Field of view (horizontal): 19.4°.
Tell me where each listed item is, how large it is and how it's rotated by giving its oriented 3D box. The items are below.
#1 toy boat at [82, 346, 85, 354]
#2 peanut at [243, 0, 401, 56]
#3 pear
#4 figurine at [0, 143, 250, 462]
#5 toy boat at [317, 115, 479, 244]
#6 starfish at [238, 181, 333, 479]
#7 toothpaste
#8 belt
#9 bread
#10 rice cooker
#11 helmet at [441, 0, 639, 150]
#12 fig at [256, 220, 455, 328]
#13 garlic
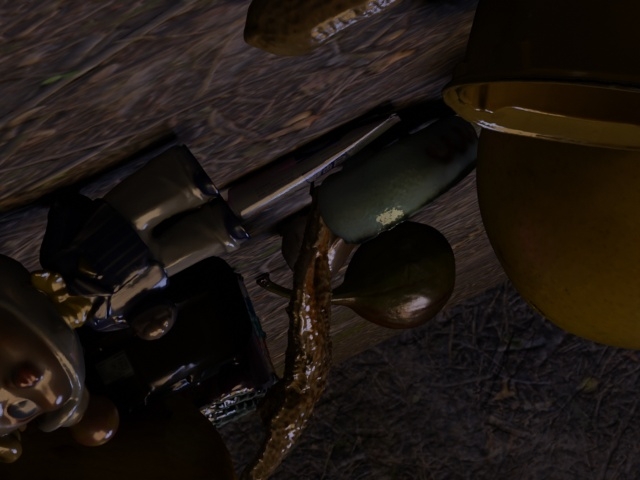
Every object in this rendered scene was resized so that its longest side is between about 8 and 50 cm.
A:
[{"bbox_3d":[-0.232,0.061,1.444,0.077,0.075,0.185,-25,167,10],"label":"toy boat"},{"bbox_3d":[0.006,-0.134,1.018,0.113,0.054,0.054,-26,172,23],"label":"peanut"},{"bbox_3d":[0.270,-0.062,1.462,0.285,0.285,0.336,-21,176,-31],"label":"pear"},{"bbox_3d":[-0.188,0.033,1.282,0.194,0.133,0.274,30,102,-32],"label":"figurine"},{"bbox_3d":[0.062,-0.064,1.606,0.134,0.079,0.208,-24,-173,26],"label":"toy boat"},{"bbox_3d":[-0.016,0.091,1.694,0.299,0.060,0.302,-73,177,-51],"label":"starfish"},{"bbox_3d":[-0.011,-0.060,1.514,0.170,0.028,0.045,-28,171,6],"label":"toothpaste"},{"bbox_3d":[-0.167,0.158,1.954,0.295,0.160,0.207,-27,171,18],"label":"belt"},{"bbox_3d":[-0.236,0.245,1.679,0.337,0.204,0.358,6,-160,2],"label":"bread"},{"bbox_3d":[-0.147,0.080,1.673,0.142,0.118,0.203,-29,174,34],"label":"rice cooker"},{"bbox_3d":[0.186,-0.141,1.205,0.205,0.140,0.257,8,179,-3],"label":"helmet"},{"bbox_3d":[0.042,0.046,2.114,0.236,0.124,0.124,-7,164,-27],"label":"fig"},{"bbox_3d":[0.002,0.007,1.843,0.084,0.066,0.152,-26,170,-11],"label":"garlic"}]
